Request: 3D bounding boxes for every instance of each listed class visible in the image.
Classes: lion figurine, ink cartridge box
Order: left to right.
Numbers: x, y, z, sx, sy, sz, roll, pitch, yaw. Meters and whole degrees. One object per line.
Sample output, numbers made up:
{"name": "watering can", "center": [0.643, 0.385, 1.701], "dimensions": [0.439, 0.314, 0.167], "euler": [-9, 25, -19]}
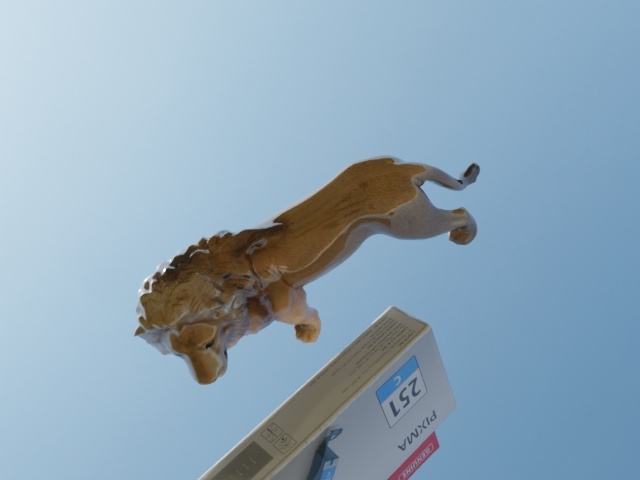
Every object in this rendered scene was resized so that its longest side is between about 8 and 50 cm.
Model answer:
{"name": "lion figurine", "center": [0.000, 0.000, 0.788], "dimensions": [0.392, 0.240, 0.142], "euler": [-40, -117, 1]}
{"name": "ink cartridge box", "center": [0.028, 0.256, 0.795], "dimensions": [0.296, 0.261, 0.066], "euler": [-39, -141, -22]}
